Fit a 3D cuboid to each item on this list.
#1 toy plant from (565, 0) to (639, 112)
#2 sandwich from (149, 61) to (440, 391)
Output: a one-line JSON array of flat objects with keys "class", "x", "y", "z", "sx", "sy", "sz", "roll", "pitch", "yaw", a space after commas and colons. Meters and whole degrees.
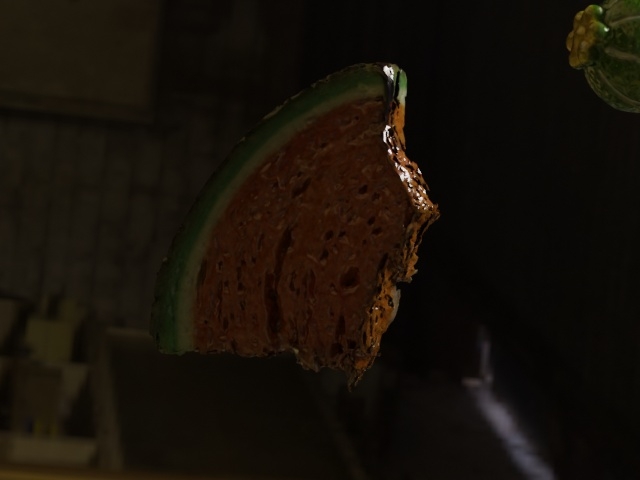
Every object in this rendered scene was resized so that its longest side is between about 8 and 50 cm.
[{"class": "toy plant", "x": 0.254, "y": -0.131, "z": 1.302, "sx": 0.093, "sy": 0.162, "sz": 0.092, "roll": -172, "pitch": -90, "yaw": -72}, {"class": "sandwich", "x": -0.002, "y": -0.010, "z": 1.188, "sx": 0.079, "sy": 0.159, "sz": 0.235, "roll": 1, "pitch": 114, "yaw": -66}]
